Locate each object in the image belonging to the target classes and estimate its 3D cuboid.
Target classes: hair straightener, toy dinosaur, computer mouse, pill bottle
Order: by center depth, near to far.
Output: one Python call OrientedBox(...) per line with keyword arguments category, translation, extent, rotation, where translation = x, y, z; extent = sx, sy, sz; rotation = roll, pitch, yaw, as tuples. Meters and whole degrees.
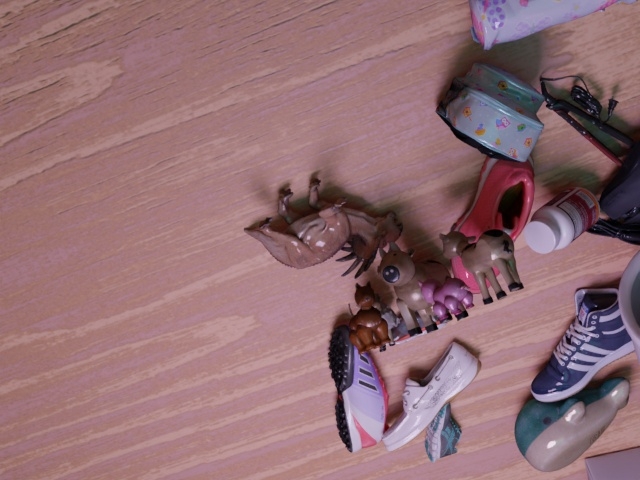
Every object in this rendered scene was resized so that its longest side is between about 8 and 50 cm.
OrientedBox(category="hair straightener", translation=(0.495, -0.235, 1.426), extent=(0.230, 0.047, 0.089), rotation=(36, 112, -11))
OrientedBox(category="computer mouse", translation=(0.604, -0.085, 1.440), extent=(0.189, 0.072, 0.272), rotation=(14, 133, -3))
OrientedBox(category="pill bottle", translation=(0.444, -0.035, 1.445), extent=(0.086, 0.152, 0.086), rotation=(29, 133, 36))
OrientedBox(category="toy dinosaur", translation=(0.000, 0.000, 1.505), extent=(0.296, 0.127, 0.200), rotation=(-17, 122, 15))

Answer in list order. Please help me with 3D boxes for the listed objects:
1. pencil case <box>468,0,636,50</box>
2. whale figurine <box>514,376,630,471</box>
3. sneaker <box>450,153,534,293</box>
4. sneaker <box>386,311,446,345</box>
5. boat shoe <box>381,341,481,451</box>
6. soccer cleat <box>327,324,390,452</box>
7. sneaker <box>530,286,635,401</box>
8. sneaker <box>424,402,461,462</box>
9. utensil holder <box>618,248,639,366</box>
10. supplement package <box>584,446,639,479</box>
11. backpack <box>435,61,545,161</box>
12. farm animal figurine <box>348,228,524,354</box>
OrientedBox(category="pencil case", translation=(0.382, -0.407, 1.296), extent=(0.273, 0.124, 0.113), rotation=(-16, 83, 7))
OrientedBox(category="whale figurine", translation=(0.539, 0.376, 1.692), extent=(0.272, 0.141, 0.216), rotation=(-36, 143, -4))
OrientedBox(category="sneaker", translation=(0.321, -0.021, 1.478), extent=(0.116, 0.136, 0.313), rotation=(11, 117, -4))
OrientedBox(category="sneaker", translation=(0.183, 0.173, 1.633), extent=(0.158, 0.061, 0.064), rotation=(-21, 88, 10))
OrientedBox(category="boat shoe", translation=(0.217, 0.330, 1.676), extent=(0.096, 0.098, 0.277), rotation=(43, 91, -2))
OrientedBox(category="soccer cleat", translation=(0.090, 0.310, 1.678), extent=(0.117, 0.108, 0.318), rotation=(-13, 116, -14))
OrientedBox(category="sneaker", translation=(0.529, 0.206, 1.610), extent=(0.282, 0.099, 0.153), rotation=(-37, 116, 10))
OrientedBox(category="sneaker", translation=(0.281, 0.420, 1.753), extent=(0.076, 0.065, 0.166), rotation=(-5, 121, -15))
OrientedBox(category="utensil holder", translation=(0.753, 0.202, 1.439), extent=(0.328, 0.327, 0.385), rotation=(-24, 131, 12))
OrientedBox(category="supplement package", translation=(0.771, 0.578, 1.754), extent=(0.293, 0.175, 0.177), rotation=(-15, 117, 8))
OrientedBox(category="backpack", translation=(0.302, -0.218, 1.349), extent=(0.166, 0.188, 0.144), rotation=(26, 114, -11))
OrientedBox(category="farm animal figurine", translation=(0.195, 0.074, 1.448), extent=(0.330, 0.327, 0.172), rotation=(-23, 77, 7))
